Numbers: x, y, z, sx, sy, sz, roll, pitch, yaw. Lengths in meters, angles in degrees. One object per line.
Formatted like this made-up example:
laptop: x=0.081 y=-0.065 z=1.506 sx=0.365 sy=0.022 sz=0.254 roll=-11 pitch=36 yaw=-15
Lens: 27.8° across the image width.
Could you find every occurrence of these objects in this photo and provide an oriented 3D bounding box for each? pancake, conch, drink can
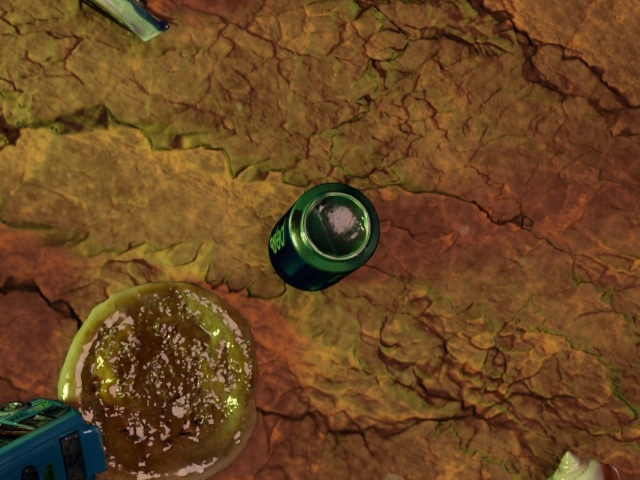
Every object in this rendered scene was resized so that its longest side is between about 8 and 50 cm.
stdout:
pancake: x=-0.206 y=0.186 z=1.666 sx=0.282 sy=0.049 sz=0.282 roll=3 pitch=78 yaw=-14
conch: x=0.366 y=0.362 z=1.756 sx=0.176 sy=0.094 sz=0.104 roll=60 pitch=34 yaw=-4
drink can: x=0.000 y=0.000 z=1.661 sx=0.118 sy=0.205 sz=0.118 roll=2 pitch=79 yaw=-13

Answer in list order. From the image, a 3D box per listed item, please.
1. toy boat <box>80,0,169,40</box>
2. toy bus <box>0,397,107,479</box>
toy boat: x=-0.294 y=-0.371 z=1.688 sx=0.262 sy=0.114 sz=0.115 roll=33 pitch=88 yaw=-3
toy bus: x=-0.375 y=0.276 z=1.513 sx=0.246 sy=0.134 sz=0.113 roll=-24 pitch=110 yaw=-51
